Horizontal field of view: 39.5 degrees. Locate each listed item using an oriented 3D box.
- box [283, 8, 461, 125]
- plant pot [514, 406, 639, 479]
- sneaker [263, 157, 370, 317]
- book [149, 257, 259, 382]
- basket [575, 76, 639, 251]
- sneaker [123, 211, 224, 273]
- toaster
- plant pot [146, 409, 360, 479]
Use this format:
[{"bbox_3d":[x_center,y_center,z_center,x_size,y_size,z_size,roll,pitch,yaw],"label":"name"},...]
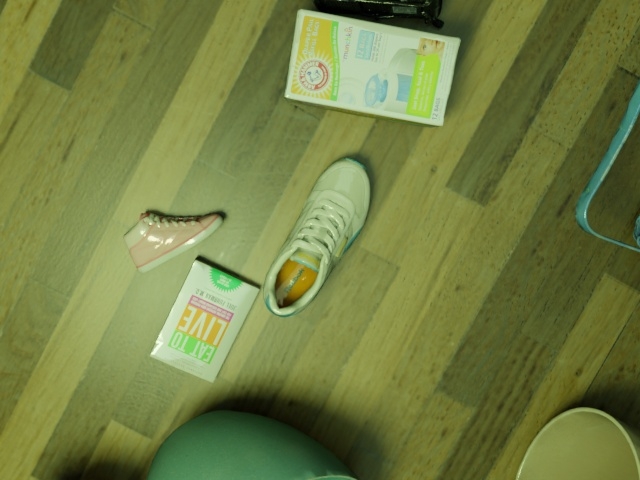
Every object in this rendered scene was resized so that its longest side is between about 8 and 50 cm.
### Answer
[{"bbox_3d":[0.061,-0.215,1.133,0.203,0.103,0.114,11,96,-2],"label":"box"},{"bbox_3d":[0.431,0.374,1.150,0.274,0.256,0.256,19,96,-18],"label":"plant pot"},{"bbox_3d":[0.000,0.000,1.163,0.087,0.092,0.228,26,94,-2],"label":"sneaker"},{"bbox_3d":[-0.156,0.108,1.207,0.096,0.035,0.144,25,94,-7],"label":"book"},{"bbox_3d":[0.481,-0.081,1.102,0.289,0.201,0.254,23,97,-13],"label":"basket"},{"bbox_3d":[-0.200,-0.016,1.180,0.134,0.051,0.070,-28,101,7],"label":"sneaker"},{"bbox_3d":[0.073,-0.334,1.093,0.168,0.186,0.110,6,94,7],"label":"toaster"},{"bbox_3d":[-0.111,0.330,1.129,0.290,0.290,0.195,-46,52,4],"label":"plant pot"}]
